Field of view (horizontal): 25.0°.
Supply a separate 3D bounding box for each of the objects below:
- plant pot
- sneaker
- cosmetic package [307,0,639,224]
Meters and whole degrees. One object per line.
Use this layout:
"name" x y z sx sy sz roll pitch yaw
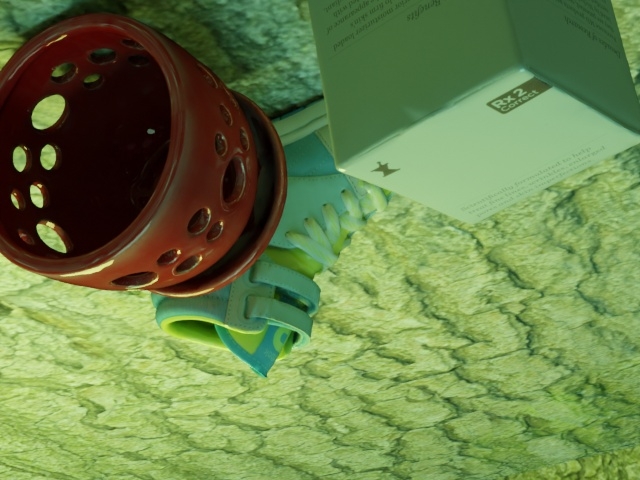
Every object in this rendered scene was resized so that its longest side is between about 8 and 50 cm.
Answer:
"plant pot" -0.134 -0.051 1.061 0.191 0.191 0.174 -20 160 21
"sneaker" 0.000 0.000 1.185 0.319 0.208 0.127 -16 153 13
"cosmetic package" 0.099 -0.134 0.961 0.151 0.184 0.151 -27 150 35
